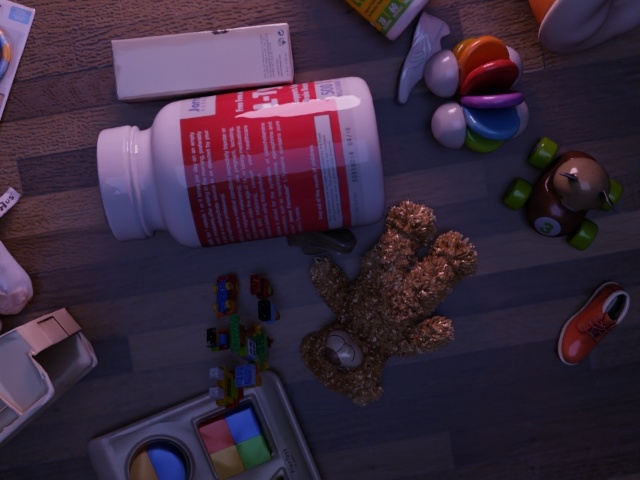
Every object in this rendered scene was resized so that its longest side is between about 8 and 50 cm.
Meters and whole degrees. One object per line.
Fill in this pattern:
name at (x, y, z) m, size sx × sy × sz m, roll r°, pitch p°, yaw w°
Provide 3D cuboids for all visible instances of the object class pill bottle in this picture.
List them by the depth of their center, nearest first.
pill bottle at (-0.116, -0.111, 1.500) m, size 0.407 × 0.229 × 0.229 m, roll -8°, pitch 94°, yaw -1°
pill bottle at (0.064, -0.437, 1.525) m, size 0.245 × 0.136 × 0.136 m, roll 40°, pitch 93°, yaw -3°

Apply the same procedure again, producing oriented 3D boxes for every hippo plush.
hippo plush at (-0.537, 0.044, 1.482) m, size 0.234 × 0.236 × 0.294 m, roll 36°, pitch 81°, yaw -17°

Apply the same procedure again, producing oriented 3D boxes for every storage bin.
storage bin at (-0.488, 0.236, 1.507) m, size 0.260 × 0.262 × 0.123 m, roll -40°, pitch 91°, yaw 2°

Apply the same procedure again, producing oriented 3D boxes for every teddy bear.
teddy bear at (0.103, 0.099, 1.579) m, size 0.338 × 0.113 × 0.245 m, roll -36°, pitch 91°, yaw 2°

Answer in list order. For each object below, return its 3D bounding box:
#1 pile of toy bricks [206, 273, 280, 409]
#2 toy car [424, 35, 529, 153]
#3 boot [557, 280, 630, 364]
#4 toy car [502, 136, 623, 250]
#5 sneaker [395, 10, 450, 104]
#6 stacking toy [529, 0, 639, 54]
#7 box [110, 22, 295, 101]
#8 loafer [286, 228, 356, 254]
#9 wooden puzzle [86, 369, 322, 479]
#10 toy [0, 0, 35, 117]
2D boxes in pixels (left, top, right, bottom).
pile of toy bricks at (-0.111, 0.162, 1.586) m, size 0.118 × 0.105 × 0.212 m, roll -13°, pitch 63°, yaw 23°
toy car at (0.257, -0.227, 1.529) m, size 0.159 × 0.136 × 0.182 m, roll -10°, pitch 94°, yaw -19°
boot at (0.442, 0.138, 1.599) m, size 0.059 × 0.084 × 0.158 m, roll 32°, pitch 95°, yaw -4°
toy car at (0.392, -0.071, 1.529) m, size 0.155 × 0.188 × 0.149 m, roll 31°, pitch 93°, yaw -3°
sneaker at (0.163, -0.286, 1.579) m, size 0.061 × 0.054 × 0.152 m, roll 20°, pitch 93°, yaw -5°
stacking toy at (0.356, -0.552, 1.470) m, size 0.350 × 0.350 × 0.480 m, roll -35°, pitch 78°, yaw 2°
box at (-0.179, -0.275, 1.548) m, size 0.275 × 0.113 × 0.094 m, roll -5°, pitch 94°, yaw -1°
loafer at (0.000, 0.000, 1.572) m, size 0.056 × 0.148 × 0.050 m, roll -14°, pitch 114°, yaw -39°
wooden puzzle at (-0.174, 0.419, 1.613) m, size 0.347 × 0.080 × 0.322 m, roll -22°, pitch 94°, yaw 1°
toy at (-0.559, -0.278, 1.570) m, size 0.136 × 0.056 × 0.237 m, roll 18°, pitch 94°, yaw -3°
